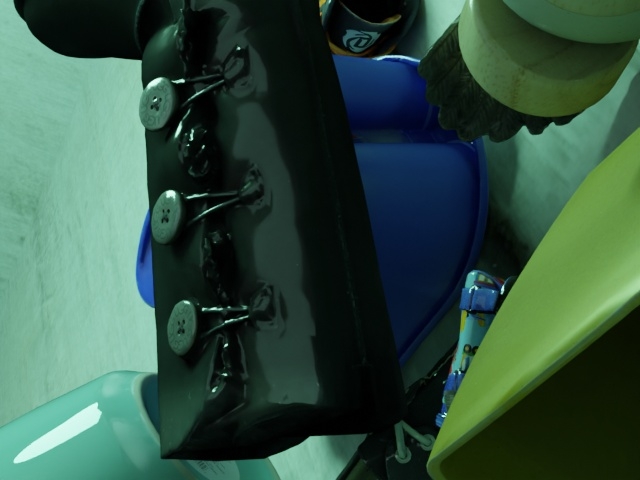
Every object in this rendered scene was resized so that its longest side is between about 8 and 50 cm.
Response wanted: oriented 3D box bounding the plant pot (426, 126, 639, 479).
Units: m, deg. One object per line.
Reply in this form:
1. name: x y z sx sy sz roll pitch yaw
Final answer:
1. plant pot: 0.203 0.034 0.739 0.212 0.212 0.187 -49 18 48

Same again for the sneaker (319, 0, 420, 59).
1. sneaker: -0.003 -0.151 1.529 0.180 0.124 0.321 151 133 -64

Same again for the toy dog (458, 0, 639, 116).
1. toy dog: 0.186 -0.185 0.735 0.220 0.333 0.161 -43 68 54

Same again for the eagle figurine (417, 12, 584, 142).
1. eagle figurine: 0.139 -0.240 1.108 0.298 0.226 0.225 -59 -16 -17

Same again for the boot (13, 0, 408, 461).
1. boot: -0.103 -0.049 1.227 0.367 0.146 0.445 -27 71 55

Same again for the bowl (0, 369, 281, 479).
1. bowl: -0.145 0.234 1.405 0.163 0.311 0.311 -46 27 14

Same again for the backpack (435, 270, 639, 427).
1. backpack: 0.133 0.114 0.907 0.158 0.117 0.173 18 -99 -67

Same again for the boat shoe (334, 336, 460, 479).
1. boat shoe: 0.067 0.164 1.132 0.302 0.091 0.114 -64 22 22

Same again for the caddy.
1. caddy: 0.000 0.000 1.330 0.341 0.179 0.241 -54 49 32
